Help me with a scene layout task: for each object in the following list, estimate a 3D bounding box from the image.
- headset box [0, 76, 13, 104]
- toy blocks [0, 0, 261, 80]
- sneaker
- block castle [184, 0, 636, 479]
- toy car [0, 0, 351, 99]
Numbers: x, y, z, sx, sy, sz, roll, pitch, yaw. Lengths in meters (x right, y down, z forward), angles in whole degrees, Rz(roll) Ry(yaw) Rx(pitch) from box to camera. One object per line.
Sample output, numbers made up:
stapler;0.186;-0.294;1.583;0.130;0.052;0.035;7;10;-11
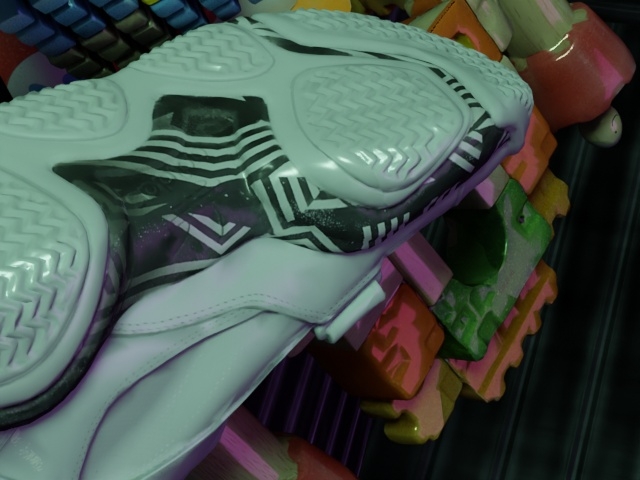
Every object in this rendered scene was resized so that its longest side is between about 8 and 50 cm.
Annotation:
headset box;-0.239;0.023;0.554;0.283;0.131;0.246;74;27;-57
toy blocks;-0.121;-0.196;0.544;0.261;0.191;0.381;66;11;13
sneaker;-0.061;0.033;0.537;0.366;0.137;0.210;-24;136;-33
block castle;0.000;0.000;0.825;0.213;0.303;0.453;48;62;-27
toy car;-0.102;-0.152;0.782;0.219;0.238;0.210;81;22;-47
